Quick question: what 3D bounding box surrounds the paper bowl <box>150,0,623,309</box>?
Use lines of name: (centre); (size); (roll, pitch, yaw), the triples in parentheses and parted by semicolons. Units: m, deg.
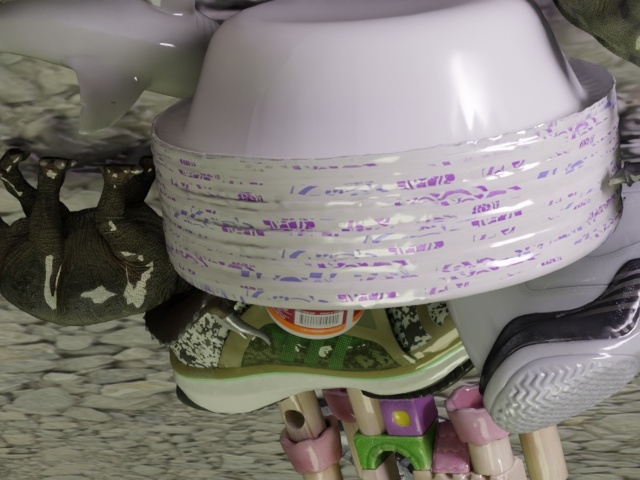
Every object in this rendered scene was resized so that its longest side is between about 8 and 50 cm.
paper bowl: (0.038, -0.073, 0.806); (0.284, 0.148, 0.284); (-5, -163, 2)

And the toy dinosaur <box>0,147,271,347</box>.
toy dinosaur: (-0.196, 0.010, 1.075); (0.313, 0.160, 0.121); (2, -171, 2)

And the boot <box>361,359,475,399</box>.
boot: (0.141, 0.095, 1.250); (0.197, 0.077, 0.137); (-23, 170, 25)

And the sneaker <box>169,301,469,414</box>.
sneaker: (-0.007, 0.037, 1.161); (0.410, 0.158, 0.182); (-18, 129, 30)

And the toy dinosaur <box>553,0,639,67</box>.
toy dinosaur: (0.191, -0.136, 0.715); (0.118, 0.268, 0.064); (-47, 152, 20)

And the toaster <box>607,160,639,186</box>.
toaster: (0.279, -0.079, 0.763); (0.185, 0.168, 0.110); (2, 151, 26)

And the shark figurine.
shark figurine: (-0.174, -0.114, 0.890); (0.278, 0.116, 0.166); (1, 153, 3)

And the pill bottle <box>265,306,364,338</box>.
pill bottle: (0.000, 0.000, 1.019); (0.086, 0.086, 0.152); (5, 139, -1)

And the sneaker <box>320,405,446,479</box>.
sneaker: (0.093, 0.294, 1.635); (0.268, 0.153, 0.101); (13, 152, -18)

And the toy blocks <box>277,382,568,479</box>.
toy blocks: (0.065, 0.188, 1.325); (0.288, 0.309, 0.260); (-4, 112, 32)

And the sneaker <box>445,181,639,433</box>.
sneaker: (0.236, -0.026, 0.992); (0.365, 0.210, 0.137); (-28, 158, -13)
